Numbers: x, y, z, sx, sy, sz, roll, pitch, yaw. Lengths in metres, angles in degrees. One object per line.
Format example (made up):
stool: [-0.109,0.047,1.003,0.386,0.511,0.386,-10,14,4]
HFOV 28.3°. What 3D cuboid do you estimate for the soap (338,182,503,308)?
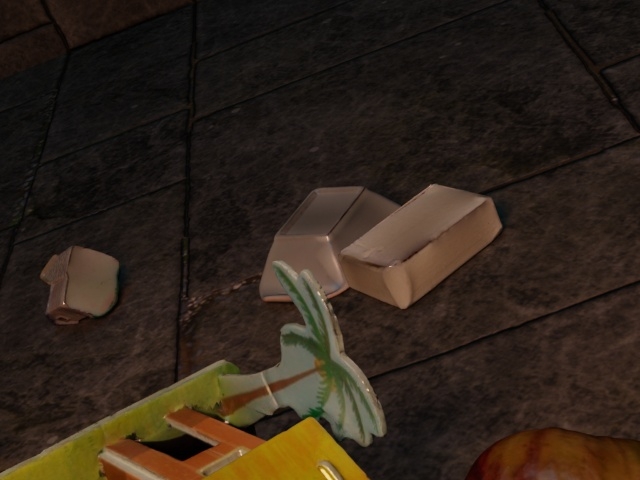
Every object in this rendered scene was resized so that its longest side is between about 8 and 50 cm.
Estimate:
soap: [0.127,0.003,1.613,0.183,0.063,0.121,-36,29,-23]

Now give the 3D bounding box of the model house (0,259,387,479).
model house: [-0.091,0.219,1.051,0.300,0.340,0.324,-25,25,-36]

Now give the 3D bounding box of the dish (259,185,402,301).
dish: [0.000,0.000,1.715,0.154,0.064,0.234,-2,35,35]

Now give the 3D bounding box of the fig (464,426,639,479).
fig: [0.207,0.295,0.919,0.217,0.217,0.320,-16,46,15]

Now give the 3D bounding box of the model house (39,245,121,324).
model house: [-0.355,0.075,1.849,0.100,0.088,0.100,-28,50,47]
